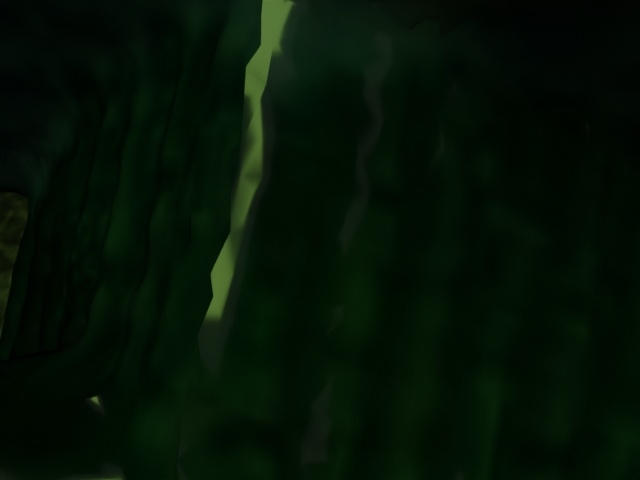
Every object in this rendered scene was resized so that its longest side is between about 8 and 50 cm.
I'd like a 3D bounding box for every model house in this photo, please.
[{"bbox_3d":[0.000,0.000,0.519,0.334,0.342,0.382,4,85,21],"label":"model house"}]
